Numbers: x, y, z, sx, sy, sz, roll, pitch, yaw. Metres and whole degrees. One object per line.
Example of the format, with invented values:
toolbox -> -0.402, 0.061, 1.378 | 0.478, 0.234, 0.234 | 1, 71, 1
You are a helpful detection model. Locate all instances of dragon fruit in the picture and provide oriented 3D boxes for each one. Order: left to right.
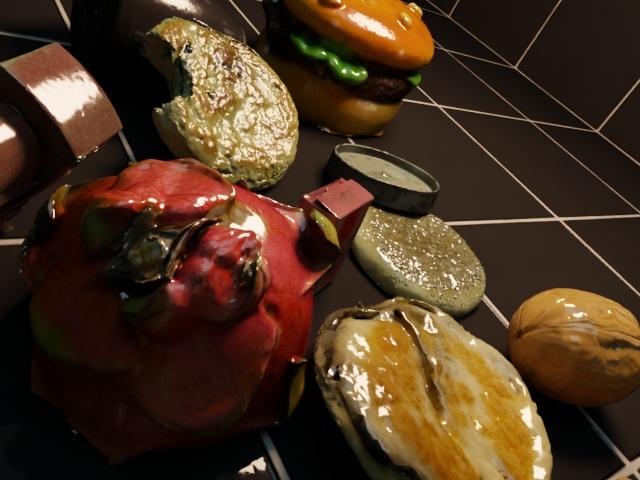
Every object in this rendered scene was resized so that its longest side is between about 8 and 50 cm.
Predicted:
dragon fruit -> -0.122, 0.033, 0.527 | 0.306, 0.225, 0.305 | 17, 36, -13

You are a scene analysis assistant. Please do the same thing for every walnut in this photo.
walnut -> 0.362, 0.151, 0.783 | 0.197, 0.165, 0.165 | 7, 39, -16

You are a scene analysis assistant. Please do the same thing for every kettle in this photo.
kettle -> -0.276, -0.388, 0.986 | 0.291, 0.207, 0.268 | 3, 36, -44

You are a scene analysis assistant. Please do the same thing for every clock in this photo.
clock -> 0.117, -0.119, 1.015 | 0.215, 0.041, 0.215 | 17, 24, -8

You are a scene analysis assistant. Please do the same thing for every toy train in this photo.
toy train -> -0.332, -0.048, 0.465 | 0.150, 0.222, 0.304 | 56, 30, -20

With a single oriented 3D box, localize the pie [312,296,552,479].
pie -> 0.131, 0.188, 0.633 | 0.339, 0.077, 0.339 | 28, 29, -17

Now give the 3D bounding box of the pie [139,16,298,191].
pie -> -0.147, -0.213, 0.869 | 0.303, 0.067, 0.302 | 26, 53, -40

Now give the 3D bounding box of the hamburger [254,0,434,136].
hamburger -> 0.055, -0.446, 1.224 | 0.396, 0.277, 0.395 | 20, 36, -15

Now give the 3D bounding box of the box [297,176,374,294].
box -> 0.000, 0.000, 0.718 | 0.060, 0.156, 0.111 | 33, 32, 18

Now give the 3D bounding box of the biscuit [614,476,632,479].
biscuit -> 0.318, 0.382, 0.547 | 0.355, 0.052, 0.275 | -8, 48, -43

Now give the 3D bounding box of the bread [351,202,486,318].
bread -> 0.164, 0.018, 0.914 | 0.267, 0.040, 0.266 | 20, 35, -15
